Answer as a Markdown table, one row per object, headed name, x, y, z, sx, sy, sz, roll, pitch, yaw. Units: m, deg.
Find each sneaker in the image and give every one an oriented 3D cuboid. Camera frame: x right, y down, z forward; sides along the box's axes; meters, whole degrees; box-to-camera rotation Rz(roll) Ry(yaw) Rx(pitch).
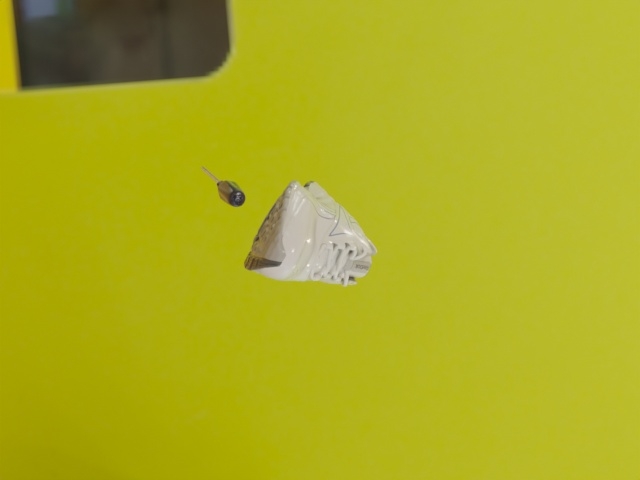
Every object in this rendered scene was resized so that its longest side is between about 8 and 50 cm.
| name | x | y | z | sx | sy | sz | roll | pitch | yaw |
| --- | --- | --- | --- | --- | --- | --- | --- | --- | --- |
| sneaker | 0.000 | 0.000 | 1.703 | 0.111 | 0.129 | 0.297 | -59 | 173 | 15 |

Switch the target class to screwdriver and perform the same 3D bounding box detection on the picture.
| name | x | y | z | sx | sy | sz | roll | pitch | yaw |
| --- | --- | --- | --- | --- | --- | --- | --- | --- | --- |
| screwdriver | -0.116 | -0.063 | 1.595 | 0.170 | 0.025 | 0.024 | 30 | -42 | 64 |
